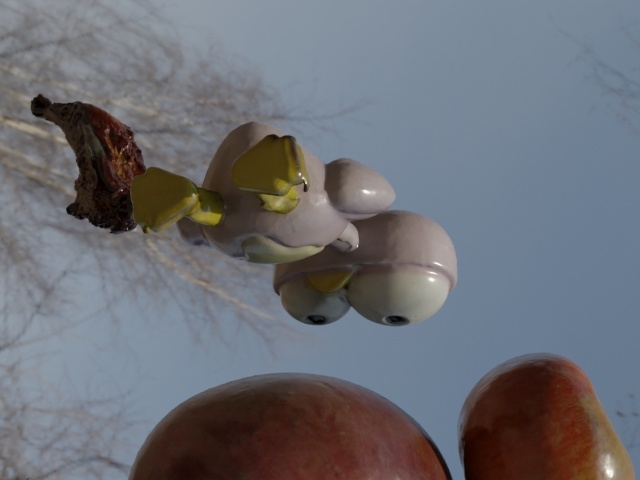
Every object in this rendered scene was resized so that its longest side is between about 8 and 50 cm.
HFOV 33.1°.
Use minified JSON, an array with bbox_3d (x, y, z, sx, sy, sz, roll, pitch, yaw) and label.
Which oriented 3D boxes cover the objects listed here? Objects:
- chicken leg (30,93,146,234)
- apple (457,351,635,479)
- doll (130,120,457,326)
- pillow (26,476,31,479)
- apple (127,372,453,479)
[{"bbox_3d":[-0.223,-0.085,1.045,0.093,0.053,0.205,-36,-127,15],"label":"chicken leg"},{"bbox_3d":[0.231,0.226,1.122,0.164,0.209,0.209,-27,-130,11],"label":"apple"},{"bbox_3d":[0.000,-0.001,0.814,0.160,0.365,0.094,-12,-113,19],"label":"doll"},{"bbox_3d":[-0.391,0.430,1.542,0.119,0.208,0.053,-31,-164,29],"label":"pillow"},{"bbox_3d":[-0.035,0.282,1.092,0.345,0.344,0.269,-61,-145,9],"label":"apple"}]
